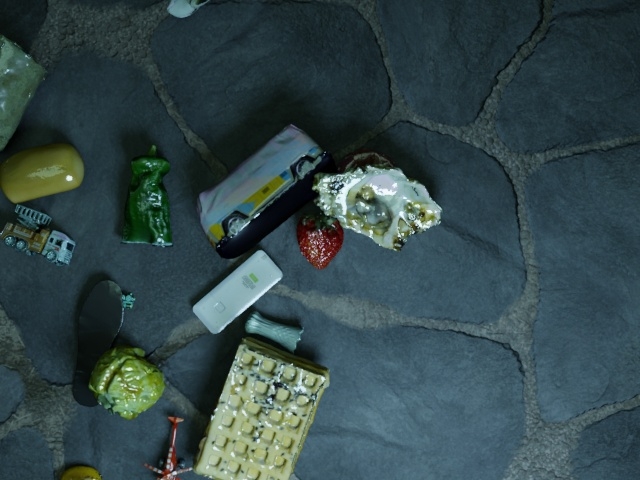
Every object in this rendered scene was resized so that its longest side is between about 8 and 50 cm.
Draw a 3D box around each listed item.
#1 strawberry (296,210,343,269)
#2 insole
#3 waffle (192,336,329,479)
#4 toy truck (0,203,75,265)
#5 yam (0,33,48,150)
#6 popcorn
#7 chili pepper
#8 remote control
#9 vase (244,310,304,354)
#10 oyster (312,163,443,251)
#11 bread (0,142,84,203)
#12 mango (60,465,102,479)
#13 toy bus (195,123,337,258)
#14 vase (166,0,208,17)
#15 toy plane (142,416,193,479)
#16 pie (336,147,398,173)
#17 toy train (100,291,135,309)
[{"bbox_3d":[-0.001,-0.006,1.750,0.131,0.148,0.131,-1,46,1],"label":"strawberry"},{"bbox_3d":[-0.596,0.275,1.757,0.119,0.009,0.348,10,93,1],"label":"insole"},{"bbox_3d":[-0.149,0.460,1.692,0.261,0.114,0.376,22,98,3],"label":"waffle"},{"bbox_3d":[-0.740,-0.009,1.748,0.178,0.080,0.115,21,78,1],"label":"toy truck"},{"bbox_3d":[-0.860,-0.376,1.704,0.195,0.195,0.300,30,87,0],"label":"yam"},{"bbox_3d":[-0.499,0.377,1.693,0.198,0.198,0.212,25,123,0],"label":"popcorn"},{"bbox_3d":[-0.456,-0.120,1.749,0.136,0.099,0.270,4,94,24],"label":"chili pepper"},{"bbox_3d":[-0.222,0.138,1.771,0.250,0.034,0.103,-42,89,-2],"label":"remote control"},{"bbox_3d":[-0.125,0.241,1.750,0.149,0.081,0.081,21,88,4],"label":"vase"},{"bbox_3d":[0.144,-0.109,1.716,0.355,0.107,0.201,25,108,-21],"label":"oyster"},{"bbox_3d":[-0.737,-0.185,1.729,0.217,0.098,0.147,-19,67,-2],"label":"bread"},{"bbox_3d":[-0.632,0.634,1.738,0.114,0.057,0.078,2,92,7],"label":"mango"},{"bbox_3d":[-0.154,-0.129,1.723,0.386,0.171,0.162,-40,72,-4],"label":"toy bus"},{"bbox_3d":[-0.445,-0.803,1.711,0.250,0.250,0.445,-39,94,-2],"label":"vase"},{"bbox_3d":[-0.403,0.567,1.737,0.126,0.077,0.194,-13,80,-5],"label":"toy plane"},{"bbox_3d":[0.128,-0.160,1.780,0.183,0.049,0.182,0,94,-1],"label":"pie"},{"bbox_3d":[-0.546,0.161,1.769,0.092,0.029,0.045,8,95,-2],"label":"toy train"}]
